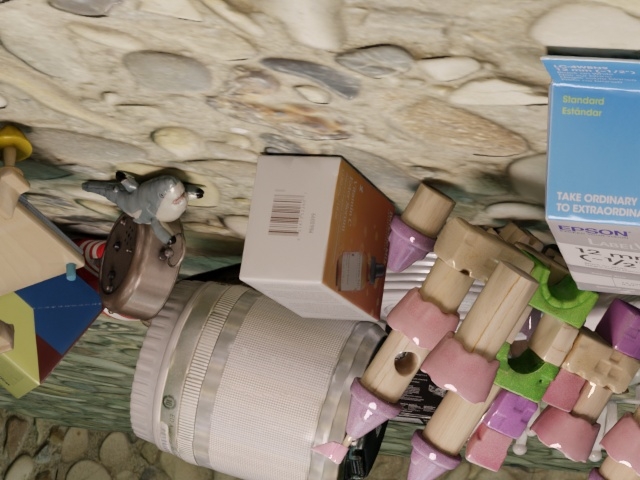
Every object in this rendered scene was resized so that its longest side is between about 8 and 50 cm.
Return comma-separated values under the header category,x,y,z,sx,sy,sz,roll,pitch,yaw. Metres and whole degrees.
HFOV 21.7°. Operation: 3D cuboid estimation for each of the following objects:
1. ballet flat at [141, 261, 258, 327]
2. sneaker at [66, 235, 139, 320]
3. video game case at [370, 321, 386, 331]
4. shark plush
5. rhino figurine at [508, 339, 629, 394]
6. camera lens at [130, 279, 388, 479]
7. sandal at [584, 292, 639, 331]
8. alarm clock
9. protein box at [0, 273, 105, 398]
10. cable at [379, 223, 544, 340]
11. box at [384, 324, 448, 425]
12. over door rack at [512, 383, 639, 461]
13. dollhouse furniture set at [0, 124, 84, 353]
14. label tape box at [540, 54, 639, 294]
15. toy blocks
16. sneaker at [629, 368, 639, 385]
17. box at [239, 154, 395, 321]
category,x,y,z,sx,sy,sz,roll,pitch,yaw
ballet flat,-0.127,0.057,2.088,0.249,0.084,0.058,-12,133,26
sneaker,-0.237,0.055,2.171,0.128,0.087,0.221,0,166,37
video game case,0.121,0.163,2.524,0.285,0.025,0.204,20,163,-41
shark plush,-0.194,-0.058,1.804,0.161,0.073,0.067,24,161,46
rhino figurine,0.284,0.148,2.180,0.243,0.106,0.073,-2,-179,36
camera lens,-0.060,0.176,1.965,0.274,0.219,0.219,15,168,12
sandal,0.337,0.100,1.923,0.102,0.076,0.265,-27,-174,-30
alarm clock,-0.200,0.021,1.900,0.064,0.129,0.192,18,163,-30
protein box,-0.397,0.077,2.091,0.200,0.136,0.201,41,161,-6
cable,0.150,0.052,1.889,0.257,0.089,0.257,7,167,6
box,0.174,0.182,2.300,0.180,0.147,0.077,5,166,13
over door rack,0.397,0.264,2.436,0.239,0.108,0.324,5,180,-1
dollhouse furniture set,-0.381,-0.023,1.809,0.303,0.198,0.286,-20,146,18
label tape box,0.315,-0.038,1.356,0.249,0.115,0.347,5,168,17
toy blocks,0.163,0.135,1.630,0.288,0.260,0.309,25,-168,-26
sneaker,0.412,0.166,2.263,0.094,0.080,0.212,1,176,11
box,0.000,0.000,1.681,0.091,0.130,0.170,2,166,23
